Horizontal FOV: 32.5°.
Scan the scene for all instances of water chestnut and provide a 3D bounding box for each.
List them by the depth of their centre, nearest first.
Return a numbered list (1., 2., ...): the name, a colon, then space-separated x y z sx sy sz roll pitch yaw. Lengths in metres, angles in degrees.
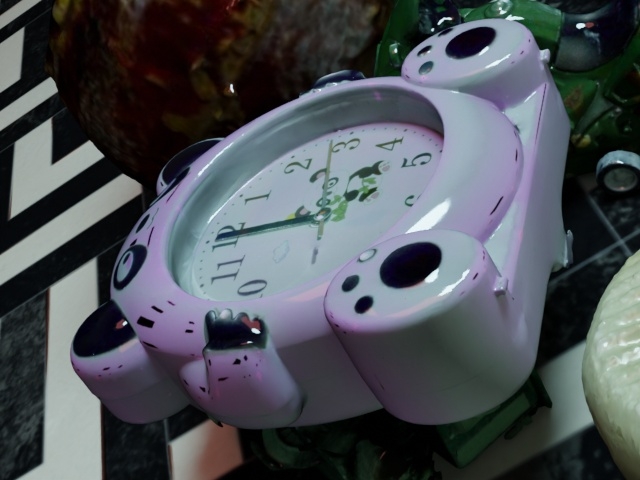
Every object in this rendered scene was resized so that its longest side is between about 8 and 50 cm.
1. water chestnut: -0.076 -0.194 0.808 0.350 0.302 0.350 -62 -3 -6

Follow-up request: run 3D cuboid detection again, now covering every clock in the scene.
1. clock: 0.000 0.000 0.570 0.248 0.090 0.227 -12 38 29

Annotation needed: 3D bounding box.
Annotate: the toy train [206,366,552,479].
1. toy train: 0.003 0.067 0.661 0.154 0.115 0.269 -39 33 -15

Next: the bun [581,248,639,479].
1. bun: 0.227 0.053 0.447 0.231 0.133 0.231 -31 26 17

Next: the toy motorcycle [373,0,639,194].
1. toy motorcycle: 0.146 -0.116 0.667 0.275 0.187 0.124 -14 41 28
